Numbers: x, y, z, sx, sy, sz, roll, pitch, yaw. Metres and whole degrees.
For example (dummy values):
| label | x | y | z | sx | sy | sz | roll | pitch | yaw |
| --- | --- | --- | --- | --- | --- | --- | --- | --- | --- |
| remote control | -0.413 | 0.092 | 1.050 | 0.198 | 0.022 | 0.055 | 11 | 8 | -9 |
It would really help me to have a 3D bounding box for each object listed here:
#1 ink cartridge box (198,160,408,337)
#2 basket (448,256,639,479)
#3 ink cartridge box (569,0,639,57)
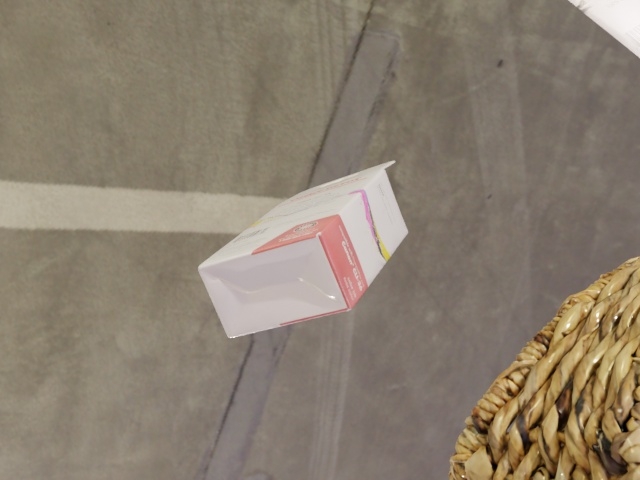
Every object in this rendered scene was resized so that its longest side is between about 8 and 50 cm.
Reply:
| label | x | y | z | sx | sy | sz | roll | pitch | yaw |
| --- | --- | --- | --- | --- | --- | --- | --- | --- | --- |
| ink cartridge box | 0.000 | 0.000 | 0.626 | 0.115 | 0.198 | 0.067 | -16 | 105 | 28 |
| basket | 0.206 | 0.126 | 0.475 | 0.299 | 0.214 | 0.223 | -25 | 179 | -34 |
| ink cartridge box | 0.315 | -0.275 | 0.691 | 0.217 | 0.158 | 0.092 | 33 | 69 | -11 |
